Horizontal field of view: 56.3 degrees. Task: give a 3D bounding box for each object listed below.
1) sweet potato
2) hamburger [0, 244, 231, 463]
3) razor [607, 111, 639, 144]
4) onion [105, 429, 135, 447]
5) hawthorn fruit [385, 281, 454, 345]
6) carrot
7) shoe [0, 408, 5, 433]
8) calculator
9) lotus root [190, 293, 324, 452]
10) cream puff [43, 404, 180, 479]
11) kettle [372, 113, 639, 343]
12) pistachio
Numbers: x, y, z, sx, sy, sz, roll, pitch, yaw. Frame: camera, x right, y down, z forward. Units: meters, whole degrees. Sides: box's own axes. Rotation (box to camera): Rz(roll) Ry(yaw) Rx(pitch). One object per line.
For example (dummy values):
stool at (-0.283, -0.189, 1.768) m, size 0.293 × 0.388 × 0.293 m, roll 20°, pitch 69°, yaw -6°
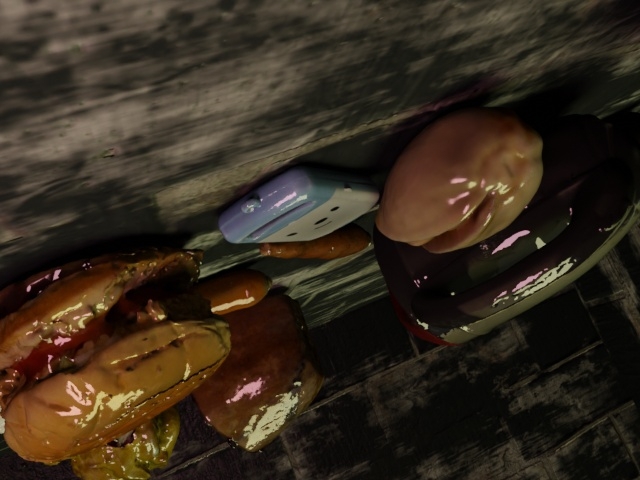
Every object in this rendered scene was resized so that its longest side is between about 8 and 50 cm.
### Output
sweet potato at (-0.001, 0.001, 0.813) m, size 0.057 × 0.058 × 0.264 m, roll -31°, pitch 166°, yaw 33°
hamburger at (-0.212, 0.113, 0.613) m, size 0.244 × 0.163 × 0.244 m, roll -22°, pitch 167°, yaw -5°
razor at (0.417, -0.099, 1.061) m, size 0.348 × 0.114 × 0.204 m, roll -26°, pitch 172°, yaw 11°
onion at (-0.344, 0.235, 1.030) m, size 0.195 × 0.139 × 0.218 m, roll 96°, pitch 16°, yaw -59°
hawthorn fruit at (0.262, 0.086, 1.303) m, size 0.265 × 0.265 × 0.307 m, roll -26°, pitch 147°, yaw 14°
carrot at (-0.199, 0.098, 0.870) m, size 0.271 × 0.066 × 0.062 m, roll -19°, pitch 125°, yaw -10°
shoe at (-0.487, 0.280, 0.981) m, size 0.095 × 0.110 × 0.265 m, roll -25°, pitch 172°, yaw 13°
calculator at (-0.019, -0.035, 0.643) m, size 0.121 × 0.039 × 0.210 m, roll -31°, pitch 167°, yaw 26°
lotus root at (-0.110, 0.259, 1.244) m, size 0.249 × 0.316 × 0.316 m, roll -33°, pitch 168°, yaw 8°
cream puff at (-0.442, 0.393, 1.252) m, size 0.290 × 0.257 × 0.324 m, roll -25°, pitch 170°, yaw -11°
kettle at (0.244, -0.014, 0.746) m, size 0.324 × 0.228 × 0.321 m, roll -37°, pitch -173°, yaw 33°
pistachio at (0.139, -0.060, 0.625) m, size 0.143 × 0.144 × 0.215 m, roll -18°, pitch 172°, yaw -28°
